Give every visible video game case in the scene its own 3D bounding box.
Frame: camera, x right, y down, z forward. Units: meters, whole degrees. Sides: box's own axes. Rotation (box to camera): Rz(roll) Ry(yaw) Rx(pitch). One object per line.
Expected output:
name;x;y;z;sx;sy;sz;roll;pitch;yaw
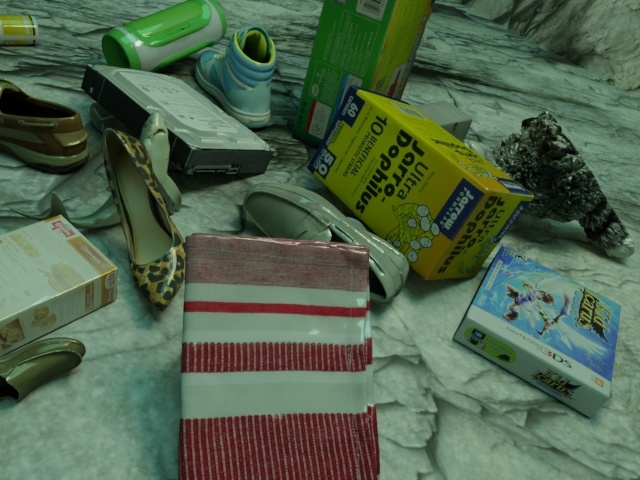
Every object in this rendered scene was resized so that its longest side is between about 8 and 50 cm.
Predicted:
video game case;0.390;0.142;1.018;0.244;0.061;0.269;30;38;13

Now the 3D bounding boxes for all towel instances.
towel;-0.045;0.156;0.687;0.236;0.037;0.329;3;74;-19

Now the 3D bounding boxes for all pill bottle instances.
pill bottle;-0.716;-0.483;1.328;0.116;0.065;0.065;-15;48;-37

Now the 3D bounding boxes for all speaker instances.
speaker;-0.370;-0.491;1.397;0.131;0.131;0.296;35;53;21

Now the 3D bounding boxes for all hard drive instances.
hard drive;-0.285;-0.246;1.168;0.339;0.064;0.236;40;26;24

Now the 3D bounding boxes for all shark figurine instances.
shark figurine;-0.353;-0.079;0.976;0.116;0.166;0.278;13;48;37

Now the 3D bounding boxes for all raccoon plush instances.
raccoon plush;0.452;-0.059;1.262;0.446;0.299;0.216;53;22;-7

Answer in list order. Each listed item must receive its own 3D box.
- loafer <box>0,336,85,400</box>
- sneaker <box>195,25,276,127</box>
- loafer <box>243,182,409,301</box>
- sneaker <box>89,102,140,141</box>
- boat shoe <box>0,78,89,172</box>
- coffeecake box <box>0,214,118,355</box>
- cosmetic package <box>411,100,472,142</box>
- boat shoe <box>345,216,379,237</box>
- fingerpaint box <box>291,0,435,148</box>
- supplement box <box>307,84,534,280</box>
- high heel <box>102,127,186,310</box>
loafer;-0.353;0.160;0.686;0.147;0.056;0.050;-16;49;-24
sneaker;-0.194;-0.427;1.362;0.127;0.208;0.319;-12;45;-34
loafer;0.000;0.000;0.987;0.319;0.112;0.111;27;29;10
sneaker;-0.395;-0.233;1.169;0.152;0.054;0.061;29;26;5
boat shoe;-0.566;-0.230;1.027;0.323;0.120;0.123;16;37;-3
coffeecake box;-0.396;0.055;0.783;0.142;0.068;0.185;36;41;22
cosmetic package;0.243;-0.251;1.396;0.237;0.127;0.107;-23;54;-39
boat shoe;0.091;0.006;1.079;0.142;0.049;0.040;37;10;24
fingerpaint box;0.121;-0.467;1.350;0.163;0.445;0.371;26;38;12
supplement box;0.178;-0.112;1.100;0.195;0.194;0.356;0;38;-48
high heel;-0.270;-0.035;0.843;0.093;0.186;0.261;-21;46;3
